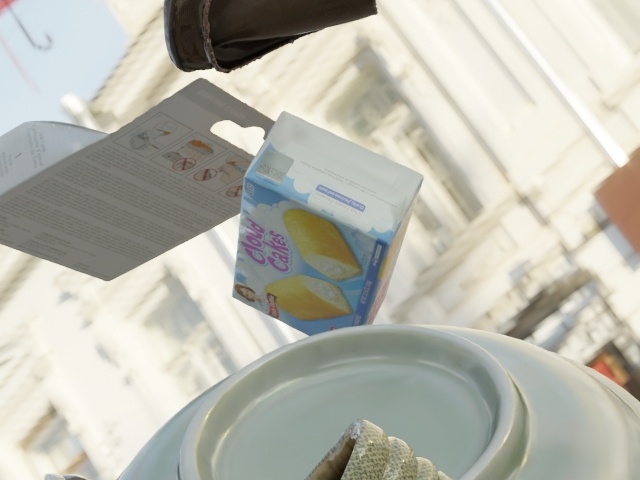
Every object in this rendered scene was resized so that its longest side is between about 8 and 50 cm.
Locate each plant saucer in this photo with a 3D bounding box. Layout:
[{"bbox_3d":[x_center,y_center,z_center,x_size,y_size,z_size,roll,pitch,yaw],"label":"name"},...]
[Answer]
[{"bbox_3d":[0.025,0.151,0.948,0.400,0.400,0.100,-27,-58,-21],"label":"plant saucer"}]

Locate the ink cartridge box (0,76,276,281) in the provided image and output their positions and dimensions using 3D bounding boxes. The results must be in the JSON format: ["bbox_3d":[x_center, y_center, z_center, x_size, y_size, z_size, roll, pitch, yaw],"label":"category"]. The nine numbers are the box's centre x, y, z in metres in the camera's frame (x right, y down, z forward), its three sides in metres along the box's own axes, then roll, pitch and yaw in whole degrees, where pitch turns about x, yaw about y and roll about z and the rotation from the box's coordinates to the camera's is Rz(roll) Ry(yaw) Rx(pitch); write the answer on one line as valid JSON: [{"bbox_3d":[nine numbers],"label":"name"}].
[{"bbox_3d":[-0.223,-0.092,1.881,0.385,0.091,0.308,-28,-28,22],"label":"ink cartridge box"}]

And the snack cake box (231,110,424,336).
[{"bbox_3d":[0.000,0.000,1.507,0.264,0.152,0.089,101,-165,-62],"label":"snack cake box"}]

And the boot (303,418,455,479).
[{"bbox_3d":[0.026,0.179,0.527,0.213,0.165,0.077,-60,12,12],"label":"boot"}]

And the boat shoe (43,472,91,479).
[{"bbox_3d":[-0.237,0.322,1.569,0.097,0.116,0.324,-3,-31,-12],"label":"boat shoe"}]

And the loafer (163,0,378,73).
[{"bbox_3d":[-0.005,-0.274,1.508,0.366,0.130,0.134,-38,-45,-32],"label":"loafer"}]
